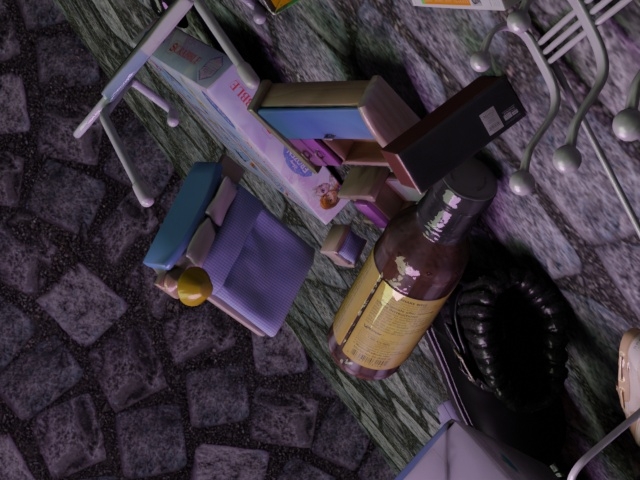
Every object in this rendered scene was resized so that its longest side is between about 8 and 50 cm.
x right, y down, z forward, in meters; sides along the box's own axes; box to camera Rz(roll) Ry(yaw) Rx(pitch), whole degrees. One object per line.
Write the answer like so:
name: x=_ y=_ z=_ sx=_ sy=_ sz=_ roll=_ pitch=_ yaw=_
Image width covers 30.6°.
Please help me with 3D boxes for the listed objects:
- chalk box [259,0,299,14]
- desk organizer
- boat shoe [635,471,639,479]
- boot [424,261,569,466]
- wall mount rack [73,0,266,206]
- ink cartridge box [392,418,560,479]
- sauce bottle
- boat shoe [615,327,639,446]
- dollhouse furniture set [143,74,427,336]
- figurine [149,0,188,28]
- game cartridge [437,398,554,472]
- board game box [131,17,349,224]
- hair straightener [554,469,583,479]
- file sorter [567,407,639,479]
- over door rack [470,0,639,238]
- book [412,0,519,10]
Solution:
chalk box: x=-0.045 y=-0.321 z=1.101 sx=0.132 sy=0.132 sz=0.213 roll=58 pitch=179 yaw=-30
desk organizer: x=0.125 y=-0.103 z=1.119 sx=0.047 sy=0.130 sz=0.050 roll=56 pitch=170 yaw=-19
boat shoe: x=0.457 y=0.380 z=1.359 sx=0.305 sy=0.091 sz=0.109 roll=38 pitch=162 yaw=52
boot: x=0.248 y=0.175 z=1.470 sx=0.348 sy=0.131 sz=0.260 roll=56 pitch=168 yaw=-15
wall mount rack: x=-0.179 y=-0.210 z=1.497 sx=0.130 sy=0.350 sz=0.304 roll=38 pitch=-159 yaw=-14
ink cartridge box: x=0.264 y=0.384 z=1.377 sx=0.270 sy=0.151 sz=0.395 roll=48 pitch=-171 yaw=33
sauce bottle: x=0.109 y=0.037 z=1.383 sx=0.111 sy=0.111 sz=0.344 roll=49 pitch=141 yaw=17
boat shoe: x=0.341 y=0.153 z=1.229 sx=0.059 sy=0.063 sz=0.170 roll=46 pitch=158 yaw=41
dollhouse furniture set: x=0.000 y=0.000 z=1.368 sx=0.198 sy=0.303 sz=0.286 roll=7 pitch=153 yaw=47
figurine: x=-0.306 y=-0.454 z=1.891 sx=0.215 sy=0.092 sz=0.209 roll=43 pitch=169 yaw=43
game cartridge: x=0.289 y=0.351 z=1.720 sx=0.294 sy=0.060 sz=0.196 roll=34 pitch=-155 yaw=-49
board game box: x=-0.129 y=-0.195 z=1.875 sx=0.319 sy=0.066 sz=0.318 roll=48 pitch=174 yaw=-36
hair straightener: x=0.429 y=0.443 z=1.770 sx=0.230 sy=0.047 sz=0.089 roll=50 pitch=168 yaw=12
file sorter: x=0.401 y=0.296 z=1.131 sx=0.277 sy=0.173 sz=0.193 roll=42 pitch=165 yaw=40
over door rack: x=0.243 y=-0.051 z=0.874 sx=0.324 sy=0.108 sz=0.239 roll=52 pitch=169 yaw=0
book: x=0.109 y=-0.247 z=1.003 sx=0.096 sy=0.035 sz=0.144 roll=62 pitch=166 yaw=-24
